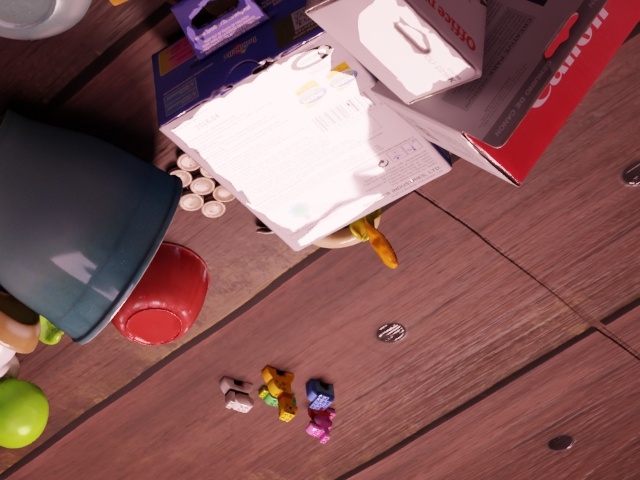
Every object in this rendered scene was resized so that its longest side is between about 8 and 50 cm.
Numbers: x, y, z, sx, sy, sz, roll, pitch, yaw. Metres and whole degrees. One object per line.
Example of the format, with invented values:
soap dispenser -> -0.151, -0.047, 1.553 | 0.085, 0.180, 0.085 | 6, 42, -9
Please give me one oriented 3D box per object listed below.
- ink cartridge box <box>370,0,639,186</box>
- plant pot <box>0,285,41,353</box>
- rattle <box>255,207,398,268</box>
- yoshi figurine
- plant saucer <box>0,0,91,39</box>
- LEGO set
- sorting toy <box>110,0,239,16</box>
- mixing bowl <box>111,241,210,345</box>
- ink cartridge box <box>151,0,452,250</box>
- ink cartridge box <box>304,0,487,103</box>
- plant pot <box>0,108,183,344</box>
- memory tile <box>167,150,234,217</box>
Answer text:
ink cartridge box -> 0.254, -0.236, 1.684 | 0.130, 0.272, 0.309 | 36, 90, -37
plant pot -> -0.463, 0.054, 1.935 | 0.032, 0.236, 0.236 | -40, 131, 6
rattle -> 0.000, 0.000, 2.086 | 0.199, 0.143, 0.130 | -3, 156, -14
yoshi figurine -> -0.493, 0.194, 2.179 | 0.203, 0.203, 0.362 | -4, 140, -14
plant saucer -> -0.381, -0.316, 1.754 | 0.195, 0.037, 0.195 | -2, 137, -2
LEGO set -> -0.053, 0.286, 2.408 | 0.227, 0.093, 0.087 | 19, 130, -26
sorting toy -> -0.126, -0.373, 1.732 | 0.347, 0.047, 0.196 | -30, 133, 22
mixing bowl -> -0.260, 0.098, 2.177 | 0.181, 0.098, 0.181 | -4, 137, -3
ink cartridge box -> -0.037, -0.187, 1.852 | 0.270, 0.151, 0.395 | -28, 139, 19
ink cartridge box -> 0.099, -0.328, 1.636 | 0.114, 0.273, 0.197 | -20, 138, 36
plant pot -> -0.368, -0.036, 1.913 | 0.255, 0.272, 0.271 | 32, 125, -18
memory tile -> -0.165, -0.095, 2.047 | 0.113, 0.012, 0.148 | 16, 131, -24
